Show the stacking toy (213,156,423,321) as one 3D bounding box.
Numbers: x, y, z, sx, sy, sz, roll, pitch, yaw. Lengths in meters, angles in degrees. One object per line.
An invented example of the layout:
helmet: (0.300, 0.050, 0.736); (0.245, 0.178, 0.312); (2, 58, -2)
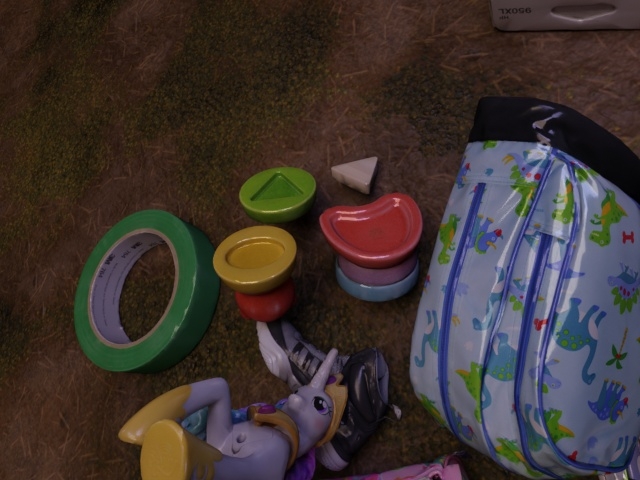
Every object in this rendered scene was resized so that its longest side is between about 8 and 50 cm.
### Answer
stacking toy: (0.000, 0.000, 0.759); (0.308, 0.131, 0.280); (-7, 41, 1)

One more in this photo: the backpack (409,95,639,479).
backpack: (0.243, 0.070, 0.521); (0.356, 0.290, 0.273); (-60, 36, 5)

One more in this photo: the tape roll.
tape roll: (-0.352, 0.100, 0.933); (0.320, 0.077, 0.322); (-9, 68, 24)

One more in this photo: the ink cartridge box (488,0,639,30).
ink cartridge box: (0.440, -0.538, 0.696); (0.285, 0.166, 0.396); (13, 79, 31)

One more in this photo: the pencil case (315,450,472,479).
pencil case: (0.064, 0.357, 0.600); (0.283, 0.124, 0.124); (-23, 63, 21)

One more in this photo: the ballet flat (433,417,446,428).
ballet flat: (0.177, 0.202, 0.646); (0.041, 0.041, 0.115); (1, 73, 27)

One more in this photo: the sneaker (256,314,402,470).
sneaker: (0.013, 0.187, 0.707); (0.153, 0.101, 0.269); (-35, 58, 3)

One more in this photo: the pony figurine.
pony figurine: (-0.072, 0.294, 0.467); (0.302, 0.363, 0.352); (6, 85, 27)

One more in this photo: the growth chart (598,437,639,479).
growth chart: (0.428, 0.264, 0.506); (0.237, 0.021, 0.172); (-22, 63, 18)
